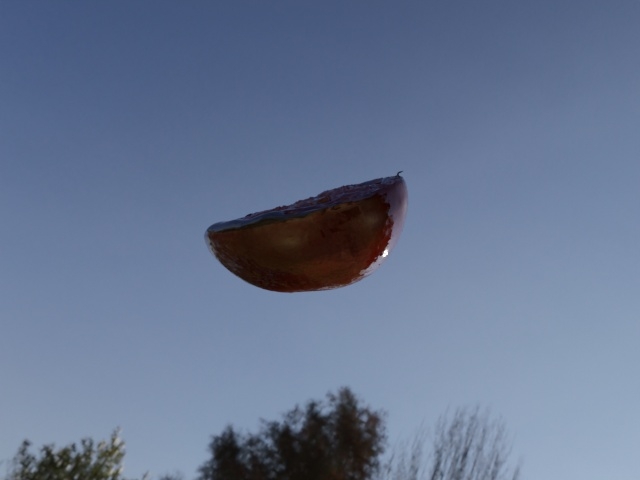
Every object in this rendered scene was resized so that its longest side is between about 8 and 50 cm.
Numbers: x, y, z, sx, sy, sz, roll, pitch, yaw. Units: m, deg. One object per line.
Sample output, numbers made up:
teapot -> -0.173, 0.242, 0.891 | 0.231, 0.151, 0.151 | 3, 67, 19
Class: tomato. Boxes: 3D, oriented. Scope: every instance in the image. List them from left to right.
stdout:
tomato -> -0.004, 0.002, 0.608 | 0.174, 0.166, 0.082 | 1, -74, 68
